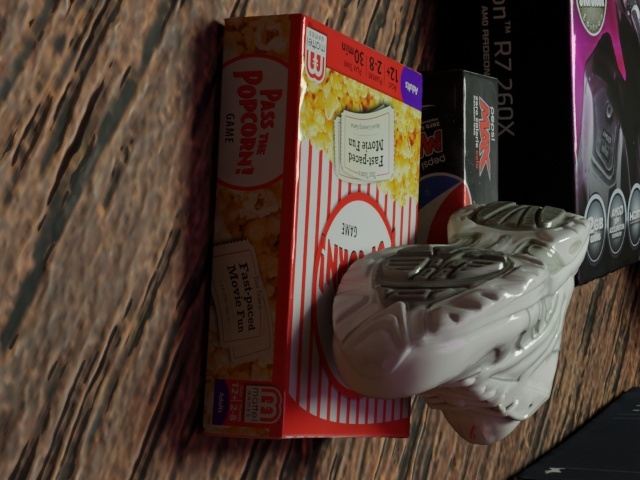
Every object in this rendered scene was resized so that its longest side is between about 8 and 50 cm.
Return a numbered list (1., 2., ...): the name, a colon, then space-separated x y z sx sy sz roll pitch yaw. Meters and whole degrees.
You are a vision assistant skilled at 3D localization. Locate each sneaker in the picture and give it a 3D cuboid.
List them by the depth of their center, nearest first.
1. sneaker: 0.078 0.054 0.824 0.232 0.090 0.115 -22 116 -59

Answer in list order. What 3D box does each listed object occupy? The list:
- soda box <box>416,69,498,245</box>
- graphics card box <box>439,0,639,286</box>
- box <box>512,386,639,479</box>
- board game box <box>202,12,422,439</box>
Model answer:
1. soda box: 0.068 -0.011 0.945 0.060 0.053 0.169 -2 91 -64
2. graphics card box: 0.156 -0.163 1.084 0.233 0.094 0.371 -12 101 -64
3. box: 0.347 0.228 1.193 0.312 0.343 0.179 -14 103 -63
4. board game box: 0.000 0.000 0.814 0.146 0.045 0.194 12 80 -63
